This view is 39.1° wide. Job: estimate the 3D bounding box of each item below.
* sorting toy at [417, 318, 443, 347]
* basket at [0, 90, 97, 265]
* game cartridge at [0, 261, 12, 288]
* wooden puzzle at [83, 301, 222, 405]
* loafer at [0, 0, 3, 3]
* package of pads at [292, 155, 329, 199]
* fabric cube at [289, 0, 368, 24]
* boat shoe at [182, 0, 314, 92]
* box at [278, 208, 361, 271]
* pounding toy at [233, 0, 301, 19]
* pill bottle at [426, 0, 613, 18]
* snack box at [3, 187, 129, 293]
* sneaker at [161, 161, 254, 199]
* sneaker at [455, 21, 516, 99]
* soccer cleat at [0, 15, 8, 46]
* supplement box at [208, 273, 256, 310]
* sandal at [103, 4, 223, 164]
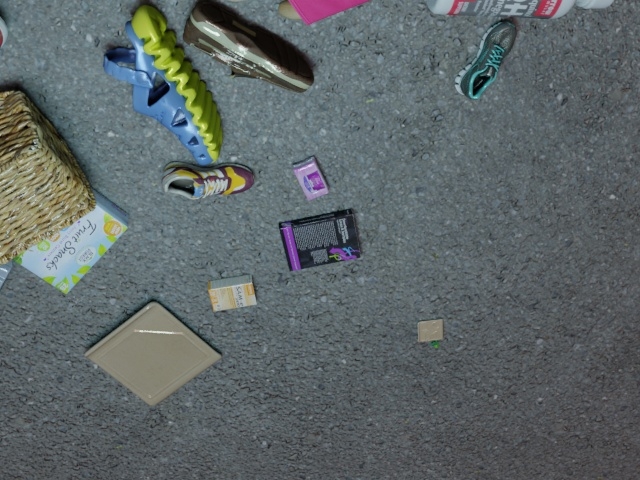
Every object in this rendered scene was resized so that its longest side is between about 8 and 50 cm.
[{"bbox_3d":[0.257,0.220,2.108,0.062,0.012,0.083,-9,119,-6],"label":"sorting toy"},{"bbox_3d":[-0.620,-0.113,1.705,0.299,0.213,0.223,-32,146,0],"label":"basket"},{"bbox_3d":[-0.788,0.038,1.824,0.297,0.062,0.198,28,141,-15],"label":"game cartridge"},{"bbox_3d":[-0.380,0.257,2.057,0.221,0.044,0.238,-36,123,16],"label":"wooden puzzle"},{"bbox_3d":[-0.598,-0.519,1.524,0.094,0.087,0.251,-42,139,-32],"label":"loafer"},{"bbox_3d":[-0.020,-0.128,1.849,0.050,0.032,0.083,-21,122,9],"label":"package of pads"},{"bbox_3d":[0.042,-0.541,1.394,0.258,0.259,0.254,-15,137,28],"label":"fabric cube"},{"bbox_3d":[-0.137,-0.343,1.677,0.257,0.095,0.095,31,129,-16],"label":"boat shoe"},{"bbox_3d":[0.000,0.000,1.935,0.162,0.029,0.116,-10,123,2],"label":"box"},{"bbox_3d":[-0.108,-0.515,1.575,0.154,0.155,0.269,-1,117,29],"label":"pounding toy"},{"bbox_3d":[0.353,-0.480,1.577,0.318,0.176,0.176,1,122,-6],"label":"pill bottle"},{"bbox_3d":[-0.523,-0.019,1.839,0.174,0.070,0.207,39,107,-25],"label":"snack box"},{"bbox_3d":[-0.225,-0.112,1.808,0.185,0.084,0.069,1,122,-6],"label":"sneaker"},{"bbox_3d":[0.325,-0.337,1.724,0.065,0.076,0.166,21,118,-19],"label":"sneaker"},{"bbox_3d":[-0.700,-0.308,1.604,0.318,0.116,0.108,-22,125,21],"label":"soccer cleat"},{"bbox_3d":[-0.193,0.115,1.983,0.098,0.036,0.062,-10,123,0],"label":"supplement box"},{"bbox_3d":[-0.292,-0.275,1.686,0.138,0.126,0.317,-24,113,14],"label":"sandal"}]
